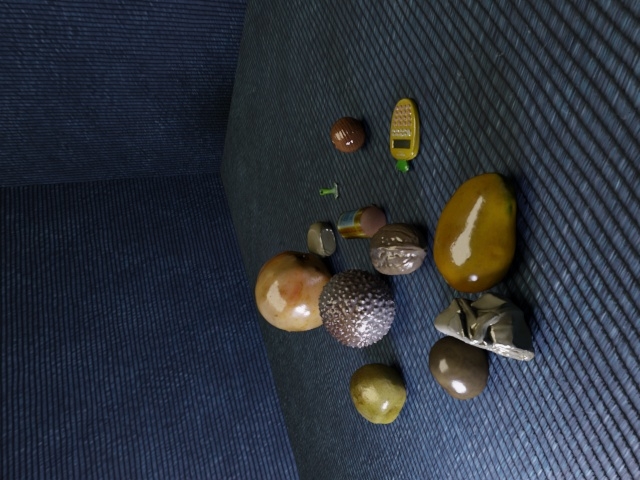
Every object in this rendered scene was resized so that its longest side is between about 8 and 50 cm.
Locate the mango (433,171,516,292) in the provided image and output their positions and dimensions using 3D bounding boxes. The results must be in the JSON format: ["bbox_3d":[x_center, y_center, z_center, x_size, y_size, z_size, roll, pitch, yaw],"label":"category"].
[{"bbox_3d":[0.393,-0.021,1.183,0.211,0.173,0.317,-138,52,-57],"label":"mango"}]

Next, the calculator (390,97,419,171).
[{"bbox_3d":[0.275,-0.343,1.528,0.146,0.032,0.234,-154,60,-63],"label":"calculator"}]

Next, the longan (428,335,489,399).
[{"bbox_3d":[0.391,0.357,1.321,0.167,0.167,0.187,24,132,64],"label":"longan"}]

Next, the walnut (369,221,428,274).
[{"bbox_3d":[0.256,0.027,1.532,0.230,0.178,0.178,-2,95,61],"label":"walnut"}]

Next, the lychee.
[{"bbox_3d":[0.133,0.241,1.732,0.300,0.300,0.300,172,90,-67],"label":"lychee"}]

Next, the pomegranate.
[{"bbox_3d":[-0.112,0.251,2.185,0.411,0.412,0.411,172,90,-67],"label":"pomegranate"}]

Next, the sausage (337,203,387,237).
[{"bbox_3d":[0.142,-0.061,1.834,0.125,0.117,0.317,60,162,-9],"label":"sausage"}]

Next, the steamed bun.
[{"bbox_3d":[0.418,0.198,1.174,0.218,0.211,0.144,13,84,68],"label":"steamed bun"}]

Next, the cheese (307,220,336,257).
[{"bbox_3d":[0.000,0.000,2.214,0.202,0.091,0.175,149,111,-67],"label":"cheese"}]

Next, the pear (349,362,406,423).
[{"bbox_3d":[0.212,0.564,1.762,0.211,0.188,0.228,43,137,39],"label":"pear"}]

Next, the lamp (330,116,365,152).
[{"bbox_3d":[0.104,-0.401,1.781,0.136,0.136,0.136,172,90,-67],"label":"lamp"}]

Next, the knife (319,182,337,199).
[{"bbox_3d":[0.040,-0.221,2.130,0.166,0.023,0.078,-174,84,-65],"label":"knife"}]
